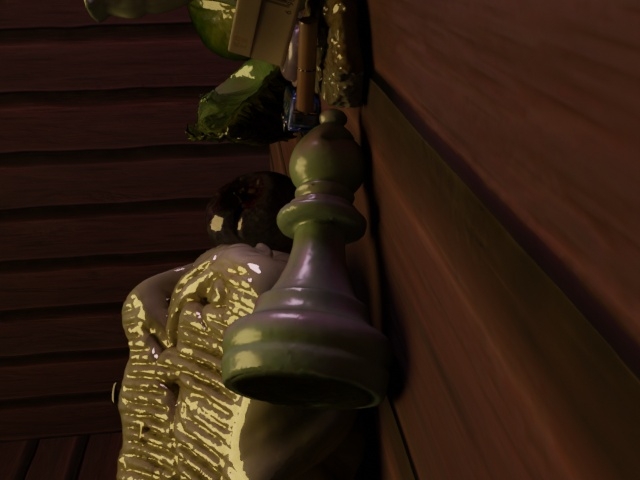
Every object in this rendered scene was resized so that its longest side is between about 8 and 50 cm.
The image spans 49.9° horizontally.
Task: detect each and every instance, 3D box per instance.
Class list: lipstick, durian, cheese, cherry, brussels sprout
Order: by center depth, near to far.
[{"bbox_3d":[-0.013,-0.164,0.649,0.019,0.018,0.094,-100,10,-46],"label":"lipstick"},{"bbox_3d":[-0.029,-0.284,0.990,0.191,0.042,0.105,158,111,-75],"label":"cheese"},{"bbox_3d":[-0.132,-0.255,1.207,0.394,0.197,0.163,-85,3,-61],"label":"durian"},{"bbox_3d":[-0.110,-0.027,1.244,0.195,0.194,0.195,177,90,-84],"label":"cherry"},{"bbox_3d":[-0.147,-0.456,1.322,0.271,0.210,0.220,-141,41,-61],"label":"brussels sprout"}]

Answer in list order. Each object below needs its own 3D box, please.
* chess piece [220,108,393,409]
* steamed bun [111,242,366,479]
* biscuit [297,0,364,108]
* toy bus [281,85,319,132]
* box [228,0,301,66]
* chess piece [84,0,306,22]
[{"bbox_3d":[0.000,0.000,0.597,0.139,0.139,0.272,100,177,-66],"label":"chess piece"},{"bbox_3d":[-0.076,0.179,0.797,0.394,0.237,0.347,-57,49,26],"label":"steamed bun"},{"bbox_3d":[0.008,-0.214,0.692,0.290,0.038,0.142,-116,23,-71],"label":"biscuit"},{"bbox_3d":[-0.032,-0.197,1.035,0.153,0.051,0.061,-110,23,-70],"label":"toy bus"},{"bbox_3d":[-0.030,-0.279,0.618,0.201,0.058,0.141,114,167,-55],"label":"box"},{"bbox_3d":[-0.137,-0.345,0.784,0.176,0.297,0.176,174,90,-85],"label":"chess piece"}]
